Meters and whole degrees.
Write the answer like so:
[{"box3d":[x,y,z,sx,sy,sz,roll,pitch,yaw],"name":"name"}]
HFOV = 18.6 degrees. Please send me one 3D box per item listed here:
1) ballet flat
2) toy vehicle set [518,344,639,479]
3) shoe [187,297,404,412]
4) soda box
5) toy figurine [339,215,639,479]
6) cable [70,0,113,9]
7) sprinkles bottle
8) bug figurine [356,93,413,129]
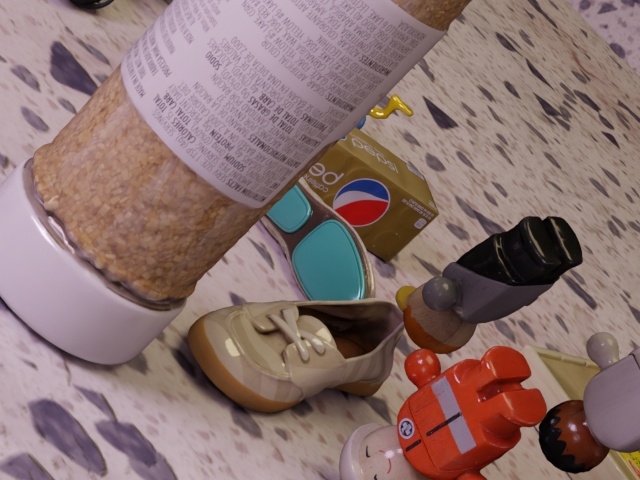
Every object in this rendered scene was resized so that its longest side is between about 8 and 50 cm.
[{"box3d":[0.000,0.000,1.387,0.052,0.057,0.168,35,19,-55],"name":"ballet flat"},{"box3d":[0.260,0.200,1.531,0.166,0.035,0.267,17,33,-54],"name":"toy vehicle set"},{"box3d":[-0.009,0.061,1.228,0.076,0.058,0.219,52,20,20],"name":"shoe"},{"box3d":[0.004,-0.059,1.502,0.181,0.061,0.058,33,23,-30],"name":"soda box"},{"box3d":[0.130,0.115,1.206,0.213,0.148,0.210,37,40,-18],"name":"toy figurine"},{"box3d":[-0.161,-0.262,1.468,0.184,0.047,0.151,-69,156,-55],"name":"cable"},{"box3d":[-0.033,-0.090,1.035,0.121,0.355,0.121,39,20,-17],"name":"sprinkles bottle"},{"box3d":[-0.042,-0.175,1.619,0.279,0.072,0.216,44,7,3],"name":"bug figurine"}]
